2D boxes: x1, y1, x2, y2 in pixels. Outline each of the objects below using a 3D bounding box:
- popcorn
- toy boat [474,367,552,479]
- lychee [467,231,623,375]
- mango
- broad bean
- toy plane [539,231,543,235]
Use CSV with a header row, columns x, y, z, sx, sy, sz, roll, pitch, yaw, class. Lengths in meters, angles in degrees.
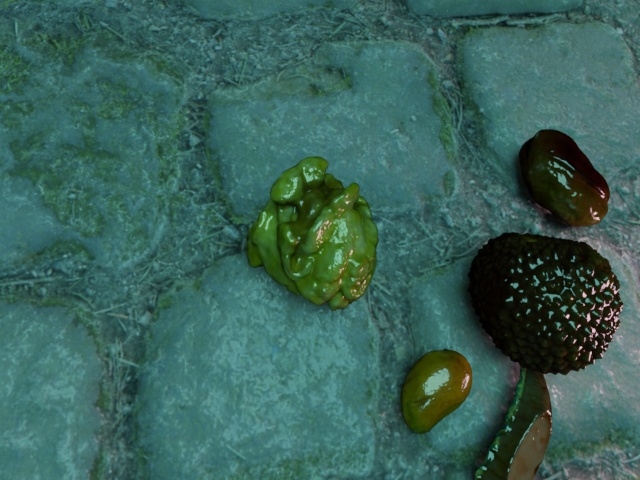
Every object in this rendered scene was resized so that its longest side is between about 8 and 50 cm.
x,y,z,sx,sy,sz,roll,pitch,yaw,class
0.000,0.000,0.935,0.250,0.242,0.235,42,71,5,popcorn
0.371,0.343,0.937,0.108,0.099,0.293,34,71,-23,toy boat
0.404,0.114,0.935,0.267,0.267,0.268,1,73,-5,lychee
0.211,0.274,0.949,0.165,0.089,0.115,-33,88,-11,mango
0.518,-0.131,1.083,0.156,0.122,0.228,-29,83,-39,broad bean
0.469,0.023,1.076,0.083,0.033,0.080,-12,75,-2,toy plane
